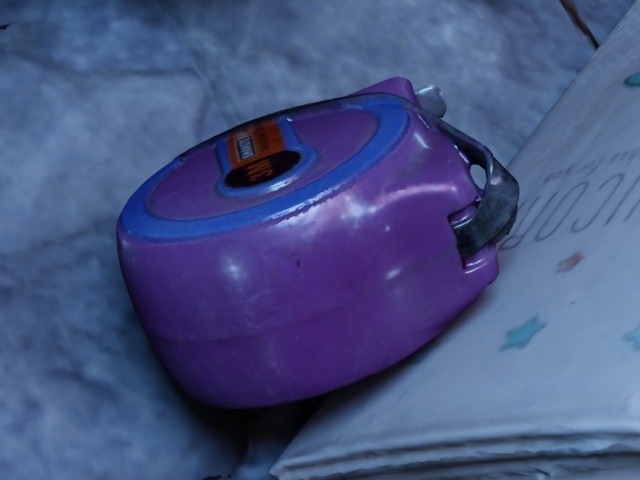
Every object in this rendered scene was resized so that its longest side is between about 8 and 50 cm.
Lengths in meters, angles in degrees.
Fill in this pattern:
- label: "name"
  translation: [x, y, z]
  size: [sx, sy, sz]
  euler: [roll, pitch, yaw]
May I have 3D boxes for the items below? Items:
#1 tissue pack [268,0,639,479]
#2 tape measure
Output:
- label: "tissue pack"
  translation: [0.133, -0.019, 0.590]
  size: [0.071, 0.170, 0.325]
  euler: [55, 52, -19]
- label: "tape measure"
  translation: [0.000, 0.000, 0.548]
  size: [0.125, 0.118, 0.074]
  euler: [-23, 109, 1]
